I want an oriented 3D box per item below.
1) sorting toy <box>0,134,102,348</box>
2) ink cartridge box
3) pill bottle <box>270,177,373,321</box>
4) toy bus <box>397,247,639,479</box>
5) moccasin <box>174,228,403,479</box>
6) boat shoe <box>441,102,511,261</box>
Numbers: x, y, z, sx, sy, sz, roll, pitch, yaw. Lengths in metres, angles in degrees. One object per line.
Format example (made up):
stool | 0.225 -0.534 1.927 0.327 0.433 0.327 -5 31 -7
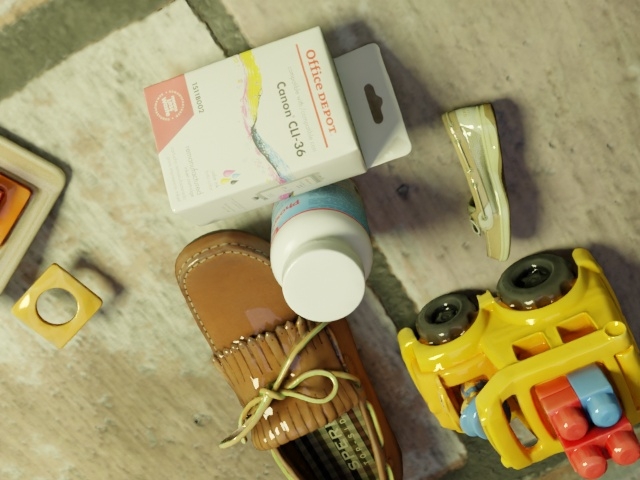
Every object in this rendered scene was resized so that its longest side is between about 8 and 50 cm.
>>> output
sorting toy | -0.352 -0.019 0.668 0.348 0.047 0.196 30 91 -17
ink cartridge box | -0.035 -0.099 0.627 0.198 0.067 0.115 -18 76 7
pill bottle | 0.000 0.000 0.657 0.087 0.160 0.087 -1 117 -2
toy bus | 0.200 0.140 0.710 0.220 0.211 0.149 -25 117 12
moccasin | -0.024 0.155 0.744 0.139 0.147 0.380 -19 116 8
boat shoe | 0.148 -0.050 0.699 0.048 0.056 0.153 -8 116 13
